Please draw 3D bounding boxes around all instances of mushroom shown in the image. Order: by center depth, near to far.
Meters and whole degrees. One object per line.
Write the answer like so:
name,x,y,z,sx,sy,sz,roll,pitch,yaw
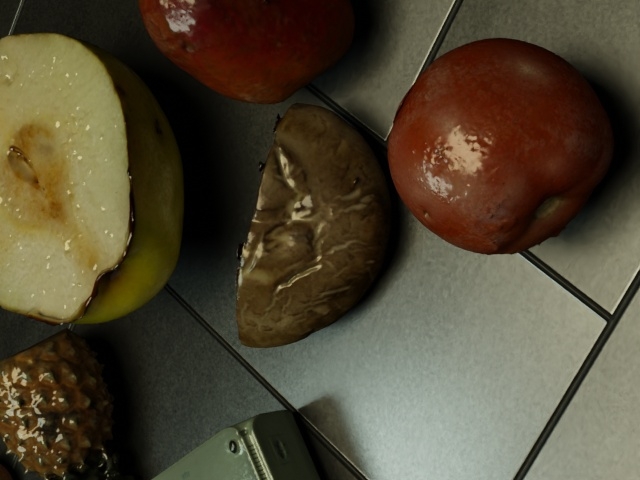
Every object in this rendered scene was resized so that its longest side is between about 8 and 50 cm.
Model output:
mushroom,0.000,0.000,1.525,0.151,0.156,0.285,16,104,11

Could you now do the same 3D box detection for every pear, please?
pear,-0.291,-0.073,1.714,0.340,0.191,0.386,-49,61,25

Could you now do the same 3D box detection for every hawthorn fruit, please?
hawthorn fruit,-0.098,-0.264,1.503,0.224,0.261,0.224,-7,80,43

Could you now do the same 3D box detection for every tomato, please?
tomato,0.166,-0.092,1.313,0.208,0.208,0.184,-50,61,29

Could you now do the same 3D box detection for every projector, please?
projector,-0.101,0.341,1.614,0.250,0.108,0.198,-37,69,35

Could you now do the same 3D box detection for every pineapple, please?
pineapple,-0.314,0.291,1.786,0.169,0.169,0.340,-28,86,37

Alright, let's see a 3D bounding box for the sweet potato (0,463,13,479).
sweet potato,-0.432,0.394,1.941,0.050,0.050,0.214,-44,70,32
